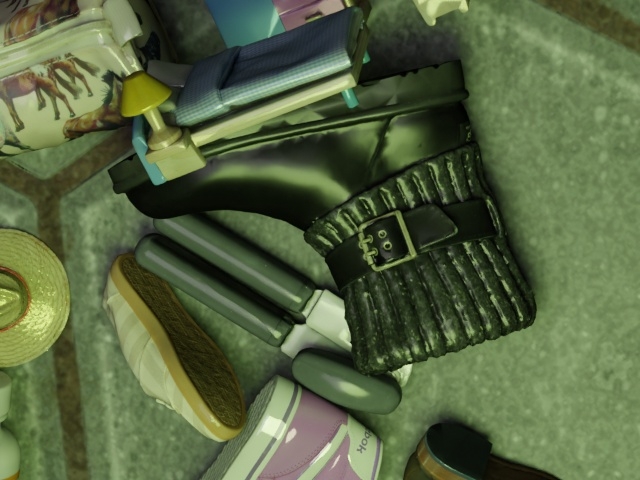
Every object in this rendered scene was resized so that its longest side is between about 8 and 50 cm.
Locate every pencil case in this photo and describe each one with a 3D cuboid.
[{"bbox_3d":[-0.324,-0.135,1.826,0.410,0.183,0.160,-18,94,16],"label":"pencil case"}]

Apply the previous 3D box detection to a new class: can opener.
[{"bbox_3d":[-0.043,0.065,1.828,0.283,0.095,0.076,31,105,1],"label":"can opener"}]

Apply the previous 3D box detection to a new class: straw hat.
[{"bbox_3d":[-0.314,0.057,1.899,0.144,0.061,0.144,0,91,1],"label":"straw hat"}]

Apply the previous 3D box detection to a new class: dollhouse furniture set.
[{"bbox_3d":[-0.031,-0.222,1.649,0.286,0.303,0.198,-19,112,17],"label":"dollhouse furniture set"}]

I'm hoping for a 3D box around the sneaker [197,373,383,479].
[{"bbox_3d":[-0.044,0.269,1.863,0.161,0.102,0.282,29,120,-13],"label":"sneaker"}]

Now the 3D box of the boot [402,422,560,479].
[{"bbox_3d":[0.168,0.262,1.831,0.219,0.082,0.106,35,128,3],"label":"boot"}]

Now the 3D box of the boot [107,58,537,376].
[{"bbox_3d":[0.000,0.000,1.777,0.348,0.131,0.260,-13,96,10],"label":"boot"}]

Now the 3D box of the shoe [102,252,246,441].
[{"bbox_3d":[-0.139,0.107,1.852,0.058,0.076,0.219,-51,56,25],"label":"shoe"}]

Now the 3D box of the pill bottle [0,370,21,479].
[{"bbox_3d":[-0.362,0.246,1.922,0.136,0.136,0.246,12,102,13],"label":"pill bottle"}]
